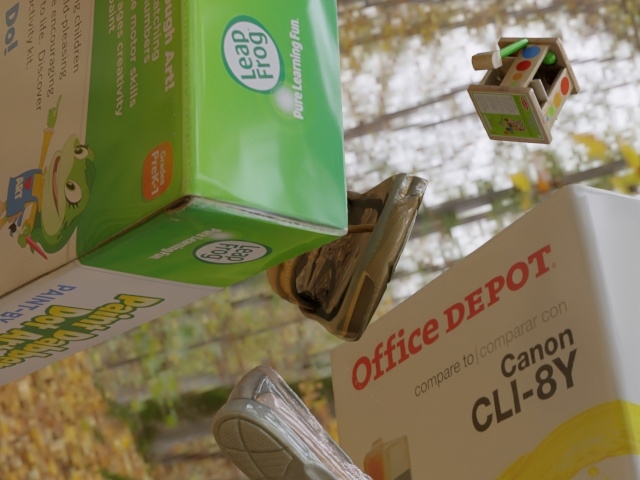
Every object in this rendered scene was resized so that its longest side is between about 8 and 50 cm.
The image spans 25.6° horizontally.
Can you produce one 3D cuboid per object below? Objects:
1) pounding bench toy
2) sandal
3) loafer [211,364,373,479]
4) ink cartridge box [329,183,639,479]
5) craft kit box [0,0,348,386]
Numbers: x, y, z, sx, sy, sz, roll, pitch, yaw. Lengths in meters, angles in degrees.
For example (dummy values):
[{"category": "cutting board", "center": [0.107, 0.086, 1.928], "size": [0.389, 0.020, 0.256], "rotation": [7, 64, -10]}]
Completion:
[{"category": "pounding bench toy", "center": [0.144, -0.123, 1.019], "size": [0.052, 0.065, 0.083], "rotation": [8, -36, 38]}, {"category": "sandal", "center": [0.000, 0.000, 0.610], "size": [0.180, 0.049, 0.072], "rotation": [-168, -82, -77]}, {"category": "loafer", "center": [0.005, 0.106, 0.612], "size": [0.125, 0.045, 0.039], "rotation": [50, 40, -18]}, {"category": "ink cartridge box", "center": [0.156, 0.199, 0.871], "size": [0.279, 0.160, 0.385], "rotation": [-39, -132, 47]}, {"category": "craft kit box", "center": [-0.093, -0.086, 0.465], "size": [0.246, 0.061, 0.250], "rotation": [-25, -120, 49]}]
